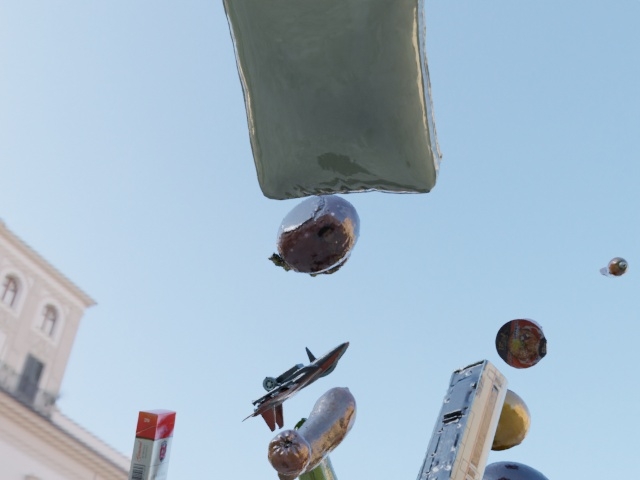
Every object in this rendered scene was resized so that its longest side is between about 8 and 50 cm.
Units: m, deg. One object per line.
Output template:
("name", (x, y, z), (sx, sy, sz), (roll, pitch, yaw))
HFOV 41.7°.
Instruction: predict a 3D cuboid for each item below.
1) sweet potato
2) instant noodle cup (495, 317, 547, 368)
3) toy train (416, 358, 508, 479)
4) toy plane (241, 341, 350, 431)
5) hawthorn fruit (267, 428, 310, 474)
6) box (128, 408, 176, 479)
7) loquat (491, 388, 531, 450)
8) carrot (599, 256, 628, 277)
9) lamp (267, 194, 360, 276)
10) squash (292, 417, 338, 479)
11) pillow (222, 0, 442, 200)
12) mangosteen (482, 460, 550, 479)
("sweet potato", (-0.009, 0.393, 1.661), (0.097, 0.292, 0.097), (14, -57, 23))
("instant noodle cup", (0.509, 0.246, 2.105), (0.127, 0.127, 0.135), (-14, -1, 21))
("toy train", (0.225, 0.380, 1.405), (0.088, 0.407, 0.086), (45, -45, -16))
("toy plane", (-0.056, 0.346, 2.104), (0.326, 0.104, 0.223), (-48, -18, 12))
("hawthorn fruit", (-0.044, 0.330, 1.264), (0.066, 0.067, 0.103), (-4, -44, 10))
("box", (-0.321, 0.401, 1.603), (0.048, 0.152, 0.100), (4, -7, 10))
("loquat", (0.365, 0.371, 1.748), (0.141, 0.141, 0.141), (3, -40, 2))
("carrot", (0.528, 0.052, 1.516), (0.035, 0.035, 0.142), (0, -9, 6))
("lamp", (0.002, -0.004, 1.480), (0.157, 0.156, 0.135), (-6, -48, 49))
("squash", (0.000, 0.588, 2.001), (0.094, 0.341, 0.094), (-18, -19, -6))
("pillow", (0.018, -0.203, 1.063), (0.255, 0.120, 0.322), (-3, -59, 13))
("mangosteen", (0.420, 0.606, 1.831), (0.235, 0.236, 0.261), (4, -7, 1))
